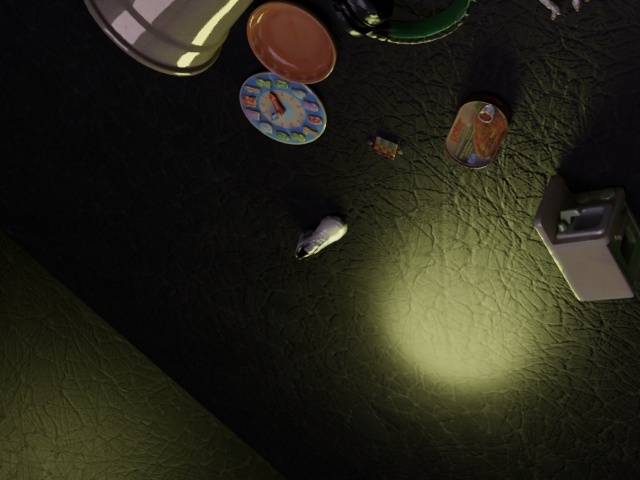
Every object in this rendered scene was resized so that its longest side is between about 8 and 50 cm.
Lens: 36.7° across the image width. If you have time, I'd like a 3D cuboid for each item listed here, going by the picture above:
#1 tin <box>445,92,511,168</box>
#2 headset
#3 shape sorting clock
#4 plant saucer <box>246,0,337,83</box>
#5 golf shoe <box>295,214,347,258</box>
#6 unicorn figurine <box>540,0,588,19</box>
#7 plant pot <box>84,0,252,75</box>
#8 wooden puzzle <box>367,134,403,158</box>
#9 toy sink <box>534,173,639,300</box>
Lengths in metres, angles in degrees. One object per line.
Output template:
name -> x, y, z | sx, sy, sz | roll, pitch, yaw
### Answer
tin -> 0.318, -0.221, 1.953 | 0.106, 0.040, 0.190 | 23, 144, 2
headset -> 0.087, -0.441, 1.661 | 0.394, 0.185, 0.243 | 15, 147, -18
shape sorting clock -> -0.085, -0.290, 2.140 | 0.206, 0.040, 0.206 | 19, 144, 15
plant saucer -> -0.055, -0.410, 1.976 | 0.200, 0.037, 0.200 | 19, 143, 15
golf shoe -> 0.000, 0.000, 2.401 | 0.069, 0.086, 0.176 | 41, 142, -13
unicorn figurine -> 0.387, -0.430, 1.638 | 0.162, 0.060, 0.111 | -24, 120, 30
plant pot -> -0.221, -0.520, 1.751 | 0.334, 0.334, 0.305 | 44, 131, -19
wooden puzzle -> 0.142, -0.205, 2.118 | 0.083, 0.006, 0.049 | 23, 144, 9
toy sink -> 0.554, -0.013, 1.947 | 0.131, 0.153, 0.234 | -9, 129, 41
